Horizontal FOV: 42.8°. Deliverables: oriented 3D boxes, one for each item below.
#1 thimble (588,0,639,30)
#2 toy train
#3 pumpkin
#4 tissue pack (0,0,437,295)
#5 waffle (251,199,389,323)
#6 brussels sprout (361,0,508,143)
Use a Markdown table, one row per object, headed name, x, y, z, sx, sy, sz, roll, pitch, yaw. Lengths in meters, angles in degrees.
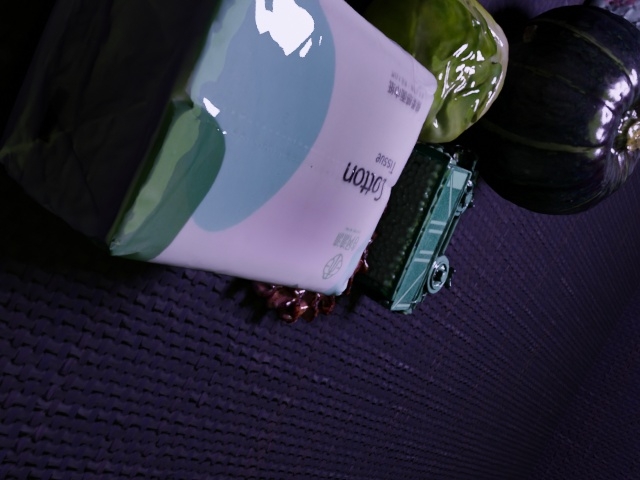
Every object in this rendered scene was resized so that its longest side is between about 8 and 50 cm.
| name | x | y | z | sx | sy | sz | roll | pitch | yaw |
| --- | --- | --- | --- | --- | --- | --- | --- | --- | --- |
| thimble | 0.556 | -0.366 | 1.474 | 0.211 | 0.149 | 0.185 | -2 | 118 | -54 |
| toy train | 0.139 | -0.019 | 1.194 | 0.154 | 0.115 | 0.269 | 9 | 108 | -48 |
| pumpkin | 0.373 | -0.197 | 1.255 | 0.323 | 0.241 | 0.323 | -27 | 132 | -35 |
| tissue pack | -0.070 | -0.110 | 0.739 | 0.356 | 0.194 | 0.266 | 17 | 99 | -58 |
| waffle | 0.000 | 0.000 | 1.063 | 0.221 | 0.055 | 0.234 | 20 | 94 | -56 |
| brussels sprout | 0.124 | -0.217 | 0.977 | 0.223 | 0.161 | 0.223 | -3 | 94 | -52 |
